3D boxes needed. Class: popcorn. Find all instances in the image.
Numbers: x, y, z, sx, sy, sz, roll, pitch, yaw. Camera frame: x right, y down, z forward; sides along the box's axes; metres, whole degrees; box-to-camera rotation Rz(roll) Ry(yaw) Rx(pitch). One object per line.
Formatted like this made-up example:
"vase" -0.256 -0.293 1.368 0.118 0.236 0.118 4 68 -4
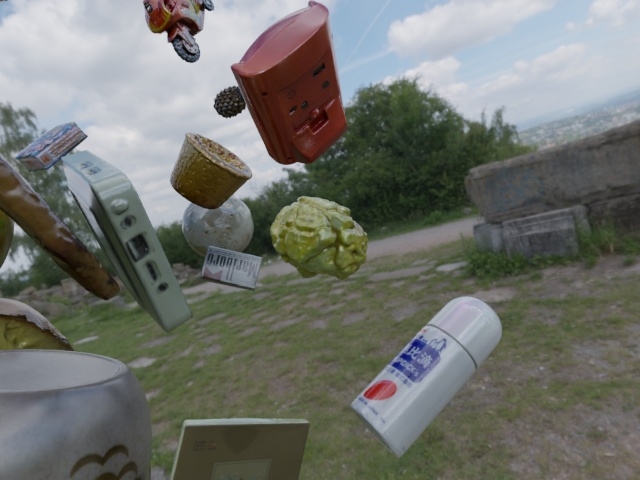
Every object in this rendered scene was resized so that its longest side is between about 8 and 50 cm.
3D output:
"popcorn" 0.000 0.000 1.039 0.257 0.194 0.255 17 -10 -15

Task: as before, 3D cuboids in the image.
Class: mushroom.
"mushroom" -0.366 -0.049 1.485 0.244 0.243 0.243 -16 7 2

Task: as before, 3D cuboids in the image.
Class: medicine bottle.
"medicine bottle" 0.221 0.248 0.820 0.341 0.130 0.130 -40 13 -15

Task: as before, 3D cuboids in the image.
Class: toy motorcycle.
"toy motorcycle" -0.370 -0.610 1.077 0.089 0.297 0.171 -18 -23 40

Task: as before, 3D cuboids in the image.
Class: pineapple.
"pineapple" -0.229 -0.412 1.212 0.222 0.103 0.083 -13 19 37

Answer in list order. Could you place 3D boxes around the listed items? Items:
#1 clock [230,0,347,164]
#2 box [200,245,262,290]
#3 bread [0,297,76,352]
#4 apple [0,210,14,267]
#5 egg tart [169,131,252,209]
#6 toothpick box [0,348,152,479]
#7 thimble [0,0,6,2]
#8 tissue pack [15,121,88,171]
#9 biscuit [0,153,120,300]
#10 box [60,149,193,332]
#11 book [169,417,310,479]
"clock" -0.021 -0.160 0.456 0.113 0.061 0.155 -45 -24 -10
"box" -0.286 0.090 1.352 0.178 0.115 0.036 13 -22 -8
"bread" -0.692 0.221 0.899 0.204 0.262 0.163 -42 50 -6
"apple" -0.769 -0.036 0.724 0.375 0.373 0.384 -10 16 46
"egg tart" -0.299 -0.175 1.114 0.147 0.203 0.202 -54 -2 13
"toothpick box" -0.489 0.408 0.648 0.410 0.424 0.409 6 -6 1
"thimble" -0.424 -0.342 0.509 0.084 0.110 0.062 -51 4 45
"tissue pack" -0.749 -0.262 1.162 0.116 0.065 0.155 2 46 35
"biscuit" -0.409 -0.053 0.575 0.046 0.359 0.359 -43 18 -24
"box" -0.446 -0.003 0.942 0.091 0.366 0.373 -31 35 -27
"book" -0.140 0.433 0.641 0.217 0.309 0.021 16 -6 -32
